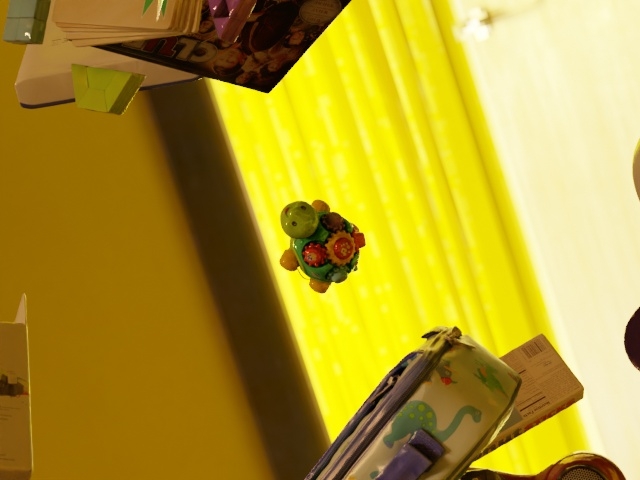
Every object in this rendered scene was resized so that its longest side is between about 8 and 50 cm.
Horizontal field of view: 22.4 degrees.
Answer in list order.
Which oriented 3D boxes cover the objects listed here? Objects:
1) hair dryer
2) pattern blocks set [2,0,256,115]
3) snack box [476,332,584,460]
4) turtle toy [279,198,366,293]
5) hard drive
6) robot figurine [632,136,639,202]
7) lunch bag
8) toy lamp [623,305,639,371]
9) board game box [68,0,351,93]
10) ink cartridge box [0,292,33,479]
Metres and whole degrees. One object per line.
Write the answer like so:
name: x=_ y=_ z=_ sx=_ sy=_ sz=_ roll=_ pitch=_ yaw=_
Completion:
hair dryer: x=0.173 y=0.214 z=1.465 sx=0.294 sy=0.080 sz=0.224 roll=19 pitch=173 yaw=-37
pattern blocks set: x=-0.166 y=-0.253 z=1.455 sx=0.325 sy=0.285 sz=0.026 roll=21 pitch=-175 yaw=42
snack box: x=0.128 y=0.146 z=1.341 sx=0.178 sy=0.064 sz=0.022 roll=-28 pitch=149 yaw=-11
turtle toy: x=0.000 y=0.000 z=1.854 sx=0.066 sy=0.130 sz=0.095 roll=5 pitch=-118 yaw=57
hard drive: x=-0.236 y=-0.254 z=1.912 sx=0.210 sy=0.040 sz=0.318 roll=-9 pitch=-150 yaw=3
robot figurine: x=0.455 y=-0.113 z=1.729 sx=0.200 sy=0.300 sz=0.353 roll=-36 pitch=163 yaw=-19
lunch bag: x=0.051 y=0.168 z=1.174 sx=0.219 sy=0.090 sz=0.176 roll=-53 pitch=173 yaw=15
toy lamp: x=0.305 y=0.132 z=1.216 sx=0.080 sy=0.080 sz=0.274 roll=-16 pitch=145 yaw=20
board game box: x=-0.113 y=-0.238 z=1.637 sx=0.243 sy=0.042 sz=0.165 roll=11 pitch=141 yaw=-33
ink cartridge box: x=-0.257 y=0.132 z=1.211 sx=0.062 sy=0.104 sz=0.181 roll=8 pitch=-140 yaw=-19
